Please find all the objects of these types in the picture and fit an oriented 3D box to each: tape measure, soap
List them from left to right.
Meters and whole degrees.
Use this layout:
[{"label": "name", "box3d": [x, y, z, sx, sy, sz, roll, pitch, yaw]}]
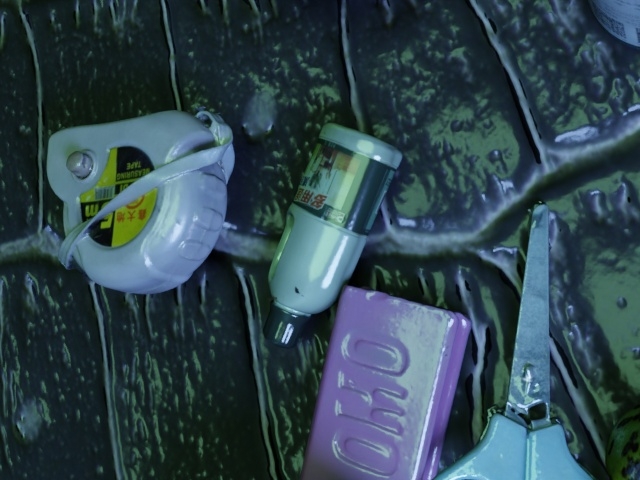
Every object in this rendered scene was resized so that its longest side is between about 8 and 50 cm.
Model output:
[{"label": "tape measure", "box3d": [-0.195, -0.041, 0.845, 0.236, 0.120, 0.197, -5, 76, 30]}, {"label": "soap", "box3d": [0.059, 0.151, 0.733, 0.122, 0.065, 0.203, 12, 90, 26]}]

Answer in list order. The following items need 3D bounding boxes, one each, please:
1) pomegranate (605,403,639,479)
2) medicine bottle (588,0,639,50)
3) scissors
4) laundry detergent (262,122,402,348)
[{"label": "pomegranate", "box3d": [0.267, 0.193, 0.603, 0.122, 0.122, 0.161, 47, 111, 22]}, {"label": "medicine bottle", "box3d": [0.250, -0.245, 0.562, 0.142, 0.293, 0.141, -3, 83, 25]}, {"label": "scissors", "box3d": [0.183, 0.139, 0.686, 0.191, 0.029, 0.360, 5, 78, 7]}, {"label": "laundry detergent", "box3d": [0.000, 0.000, 0.775, 0.099, 0.070, 0.225, 27, 97, 40]}]
